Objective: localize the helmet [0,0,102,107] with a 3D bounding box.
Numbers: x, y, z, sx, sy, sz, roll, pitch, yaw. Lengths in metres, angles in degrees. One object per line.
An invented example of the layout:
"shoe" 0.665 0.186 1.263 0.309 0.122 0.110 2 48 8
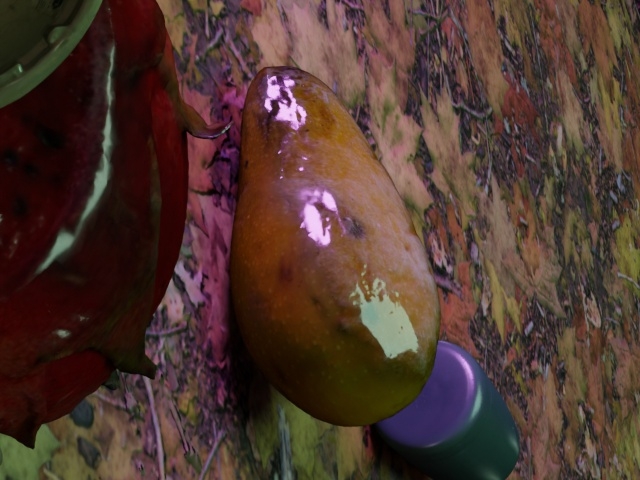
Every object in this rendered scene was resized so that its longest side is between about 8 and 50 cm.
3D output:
"helmet" -0.261 -0.171 1.120 0.137 0.258 0.204 -147 -129 -70

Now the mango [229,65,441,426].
"mango" 0.001 0.006 1.647 0.176 0.176 0.329 86 -10 -53

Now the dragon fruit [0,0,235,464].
"dragon fruit" -0.152 -0.017 1.243 0.282 0.100 0.343 49 57 -53

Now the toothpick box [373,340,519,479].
"toothpick box" 0.133 0.186 1.911 0.184 0.120 0.120 49 37 -56
